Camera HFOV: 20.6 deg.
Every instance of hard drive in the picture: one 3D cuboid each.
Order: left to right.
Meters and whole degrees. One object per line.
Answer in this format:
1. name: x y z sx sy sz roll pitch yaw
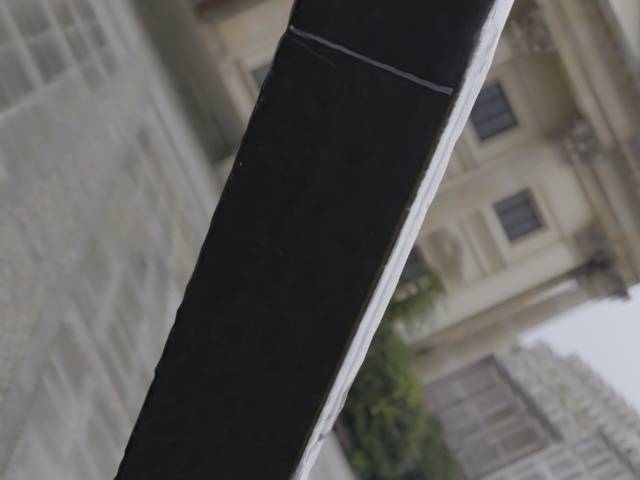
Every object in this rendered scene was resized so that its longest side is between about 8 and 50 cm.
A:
1. hard drive: 0.000 0.000 0.653 0.064 0.339 0.237 24 20 2
